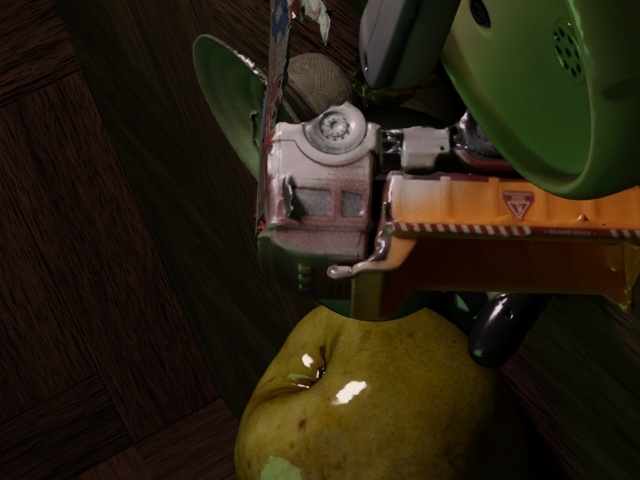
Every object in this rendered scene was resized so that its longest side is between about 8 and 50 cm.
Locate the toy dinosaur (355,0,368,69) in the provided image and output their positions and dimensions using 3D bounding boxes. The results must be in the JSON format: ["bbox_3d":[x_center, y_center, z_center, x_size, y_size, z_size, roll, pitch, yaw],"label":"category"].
[{"bbox_3d":[0.053,-0.215,1.188,0.363,0.076,0.147,63,157,26],"label":"toy dinosaur"}]

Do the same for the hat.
[{"bbox_3d":[-0.016,-0.133,1.562,0.252,0.110,0.252,48,163,20],"label":"hat"}]

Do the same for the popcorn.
[{"bbox_3d":[0.063,-0.143,1.292,0.082,0.083,0.057,-14,100,54],"label":"popcorn"}]

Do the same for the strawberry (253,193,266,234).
[{"bbox_3d":[0.000,0.000,1.785,0.286,0.106,0.188,50,164,41],"label":"strawberry"}]

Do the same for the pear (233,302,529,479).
[{"bbox_3d":[0.073,0.213,1.568,0.304,0.304,0.304,57,167,22],"label":"pear"}]

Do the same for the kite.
[{"bbox_3d":[-0.018,-0.202,1.172,0.368,0.014,0.406,-110,28,-67],"label":"kite"}]

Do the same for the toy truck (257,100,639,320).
[{"bbox_3d":[0.093,-0.016,1.073,0.114,0.271,0.135,91,-179,-64],"label":"toy truck"}]

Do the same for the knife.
[{"bbox_3d":[0.053,-0.154,0.847,0.265,0.041,0.073,110,144,-75],"label":"knife"}]

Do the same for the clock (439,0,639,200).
[{"bbox_3d":[0.137,-0.156,0.858,0.348,0.117,0.286,64,169,5],"label":"clock"}]

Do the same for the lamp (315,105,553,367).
[{"bbox_3d":[0.080,-0.006,1.261,0.244,0.197,0.197,32,161,10],"label":"lamp"}]
